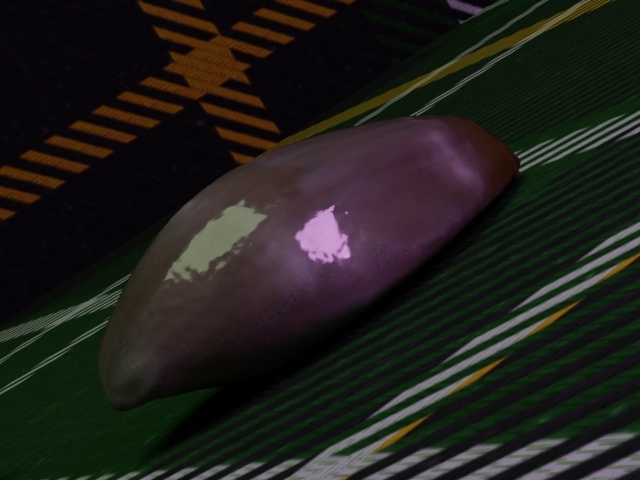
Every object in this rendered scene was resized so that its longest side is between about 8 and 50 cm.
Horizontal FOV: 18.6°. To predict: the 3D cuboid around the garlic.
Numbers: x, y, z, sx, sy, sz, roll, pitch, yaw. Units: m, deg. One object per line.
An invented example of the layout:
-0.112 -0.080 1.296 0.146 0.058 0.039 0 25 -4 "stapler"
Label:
0.005 -0.003 1.097 0.318 0.112 0.143 -23 -4 -43 "garlic"
